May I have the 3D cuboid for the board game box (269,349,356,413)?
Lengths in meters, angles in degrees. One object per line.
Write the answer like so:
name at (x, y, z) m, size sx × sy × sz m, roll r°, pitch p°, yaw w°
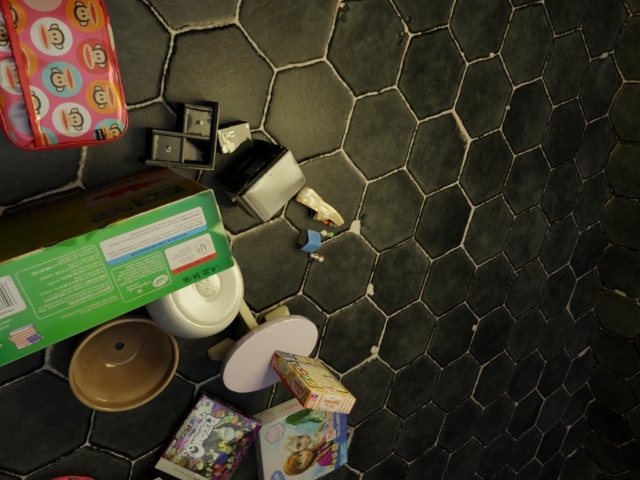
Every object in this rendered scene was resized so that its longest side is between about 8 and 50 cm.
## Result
board game box at (-0.023, 0.353, 1.179) m, size 0.146 × 0.193 × 0.045 m, roll 23°, pitch 95°, yaw -35°

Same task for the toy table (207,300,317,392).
toy table at (-0.163, 0.278, 1.281) m, size 0.274 × 0.160 × 0.253 m, roll -17°, pitch 116°, yaw -27°

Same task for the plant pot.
plant pot at (-0.470, 0.272, 1.113) m, size 0.237 × 0.109 × 0.238 m, roll -12°, pitch 113°, yaw -30°

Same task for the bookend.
bookend at (-0.316, -0.244, 1.053) m, size 0.156 × 0.072 × 0.157 m, roll 1°, pitch 105°, yaw -33°

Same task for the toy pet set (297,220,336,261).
toy pet set at (0.000, 0.000, 1.346) m, size 0.114 × 0.065 × 0.122 m, roll 16°, pitch 97°, yaw -36°

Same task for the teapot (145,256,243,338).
teapot at (-0.326, 0.118, 1.113) m, size 0.252 × 0.187 × 0.256 m, roll -43°, pitch 110°, yaw -48°

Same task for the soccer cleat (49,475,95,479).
soccer cleat at (-0.701, 0.651, 1.113) m, size 0.143 × 0.116 × 0.331 m, roll -34°, pitch 155°, yaw 33°

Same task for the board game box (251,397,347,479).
board game box at (-0.058, 0.660, 1.540) m, size 0.317 × 0.066 × 0.319 m, roll -15°, pitch 114°, yaw -28°

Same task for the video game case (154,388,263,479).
video game case at (-0.312, 0.571, 1.321) m, size 0.210 × 0.042 × 0.232 m, roll 36°, pitch 82°, yaw -19°

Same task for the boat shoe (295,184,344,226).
boat shoe at (-0.005, -0.086, 1.319) m, size 0.170 × 0.063 × 0.059 m, roll 40°, pitch 86°, yaw -26°

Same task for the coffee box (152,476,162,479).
coffee box at (-0.474, 0.894, 1.160) m, size 0.334 × 0.338 × 0.338 m, roll -21°, pitch 126°, yaw -25°

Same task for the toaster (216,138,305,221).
toaster at (-0.150, -0.145, 1.135) m, size 0.186 × 0.168 × 0.110 m, roll -46°, pitch 125°, yaw -12°

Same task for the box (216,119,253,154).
box at (-0.213, -0.249, 1.129) m, size 0.083 × 0.052 × 0.062 m, roll -22°, pitch 118°, yaw -26°

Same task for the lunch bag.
lunch bag at (-0.517, -0.321, 0.877) m, size 0.258 × 0.120 × 0.293 m, roll -13°, pitch 112°, yaw -24°

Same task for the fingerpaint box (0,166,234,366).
fingerpaint box at (-0.442, 0.018, 0.880) m, size 0.444 × 0.371 × 0.163 m, roll -24°, pitch 116°, yaw -25°
